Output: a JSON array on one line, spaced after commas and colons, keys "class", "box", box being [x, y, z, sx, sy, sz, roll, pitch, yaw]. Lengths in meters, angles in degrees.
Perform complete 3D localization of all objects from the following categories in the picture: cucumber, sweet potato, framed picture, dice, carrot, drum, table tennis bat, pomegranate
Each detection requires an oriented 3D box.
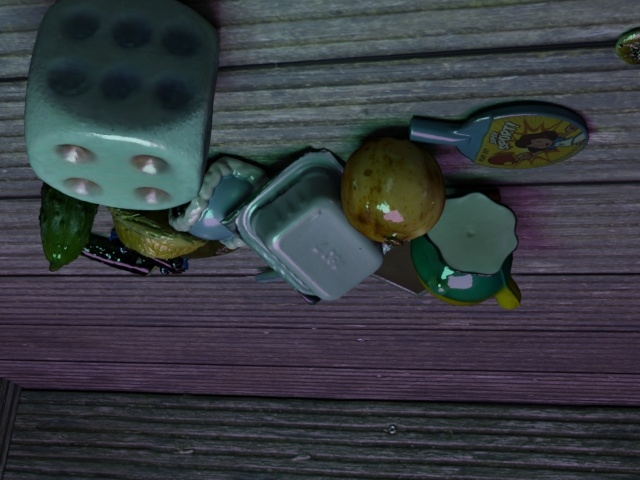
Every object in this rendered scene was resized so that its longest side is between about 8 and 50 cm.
[{"class": "cucumber", "box": [-0.533, 0.038, 2.287, 0.241, 0.074, 0.074, 17, 155, -24]}, {"class": "sweet potato", "box": [0.367, -0.086, 1.857, 0.034, 0.034, 0.095, 0, 168, 11]}, {"class": "framed picture", "box": [0.226, 0.063, 2.212, 0.217, 0.017, 0.274, 25, 153, -15]}, {"class": "dice", "box": [-0.304, -0.216, 1.374, 0.268, 0.264, 0.262, 8, 157, -5]}, {"class": "carrot", "box": [-0.214, -0.003, 2.135, 0.342, 0.070, 0.070, -11, 153, 30]}, {"class": "drum", "box": [-0.071, 0.080, 2.320, 0.253, 0.049, 0.130, -3, 157, 17]}, {"class": "cucumber", "box": [-0.554, -0.040, 1.890, 0.134, 0.244, 0.134, 2, 152, 1]}, {"class": "table tennis bat", "box": [0.327, -0.191, 1.605, 0.329, 0.044, 0.215, 4, 159, -2]}, {"class": "pomegranate", "box": [0.134, -0.088, 1.668, 0.215, 0.215, 0.215, 4, 158, 2]}]

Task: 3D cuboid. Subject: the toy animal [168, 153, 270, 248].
[{"class": "toy animal", "box": [-0.211, -0.071, 1.852, 0.204, 0.156, 0.208, 22, 156, -27]}]

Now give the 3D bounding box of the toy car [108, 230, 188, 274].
[{"class": "toy car", "box": [-0.437, 0.023, 2.239, 0.216, 0.063, 0.103, 29, 157, -18]}]

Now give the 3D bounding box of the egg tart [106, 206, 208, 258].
[{"class": "egg tart", "box": [-0.366, -0.023, 1.938, 0.252, 0.098, 0.232, 20, -165, -2]}]

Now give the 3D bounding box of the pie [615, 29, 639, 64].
[{"class": "pie", "box": [0.492, -0.296, 1.337, 0.084, 0.021, 0.084, 4, 157, 2]}]

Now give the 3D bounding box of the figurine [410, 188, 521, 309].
[{"class": "figurine", "box": [0.306, 0.035, 1.901, 0.324, 0.231, 0.340, 32, 166, 14]}]

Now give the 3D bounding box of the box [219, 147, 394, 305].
[{"class": "box", "box": [0.000, 0.000, 1.801, 0.264, 0.106, 0.337, -38, 126, 11]}]
